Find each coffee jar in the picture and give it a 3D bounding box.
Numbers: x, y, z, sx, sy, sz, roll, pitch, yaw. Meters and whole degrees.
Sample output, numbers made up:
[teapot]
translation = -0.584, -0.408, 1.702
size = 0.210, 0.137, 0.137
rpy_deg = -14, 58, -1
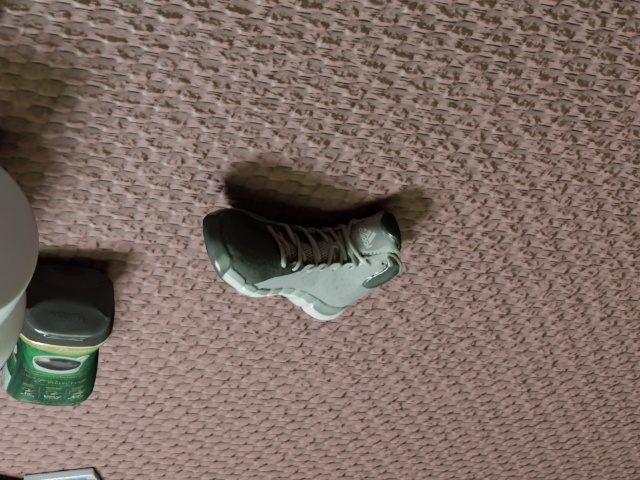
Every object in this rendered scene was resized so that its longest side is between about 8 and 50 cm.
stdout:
[coffee jar]
translation = -0.254, 0.092, 1.644
size = 0.096, 0.079, 0.184
rpy_deg = 6, 151, -14

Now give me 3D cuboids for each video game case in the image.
[video game case]
translation = -0.313, 0.314, 2.115
size = 0.087, 0.011, 0.122
rpy_deg = -6, 152, 3

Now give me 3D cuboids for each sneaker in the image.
[sneaker]
translation = 0.000, 0.000, 1.529
size = 0.132, 0.086, 0.229
rpy_deg = -25, 156, 24

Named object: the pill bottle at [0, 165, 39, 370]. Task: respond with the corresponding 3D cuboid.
[pill bottle]
translation = -0.373, 0.072, 1.452
size = 0.210, 0.210, 0.363
rpy_deg = 8, 148, -23
